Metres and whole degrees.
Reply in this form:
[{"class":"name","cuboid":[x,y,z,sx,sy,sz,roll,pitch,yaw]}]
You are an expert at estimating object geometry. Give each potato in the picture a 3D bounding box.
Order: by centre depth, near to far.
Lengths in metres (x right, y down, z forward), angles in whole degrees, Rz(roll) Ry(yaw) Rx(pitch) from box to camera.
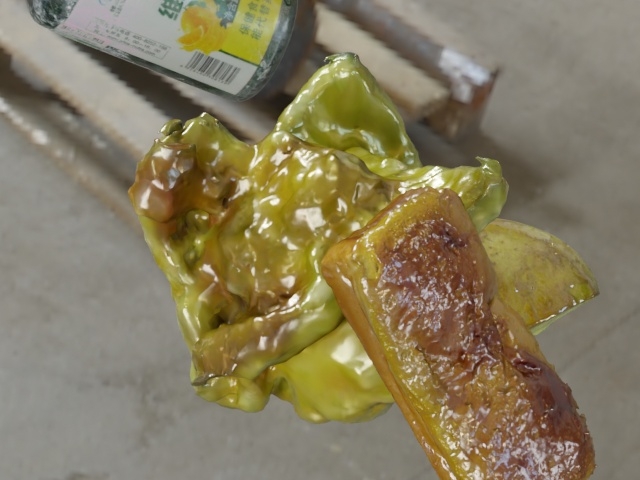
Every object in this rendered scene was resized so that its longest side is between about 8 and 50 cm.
[{"class":"potato","cuboid":[0.160,0.062,1.872,0.298,0.176,0.141,-5,1,15]}]

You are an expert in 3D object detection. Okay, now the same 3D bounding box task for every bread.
[{"class":"bread","cuboid":[0.116,0.092,1.301,0.139,0.077,0.271,-34,101,-31]}]

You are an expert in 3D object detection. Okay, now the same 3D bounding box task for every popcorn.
[{"class":"popcorn","cuboid":[0.011,0.002,1.503,0.321,0.290,0.325,-1,64,8]}]

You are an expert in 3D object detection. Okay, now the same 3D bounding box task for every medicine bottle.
[{"class":"medicine bottle","cuboid":[-0.177,-0.242,1.591,0.293,0.141,0.141,20,34,-23]}]
